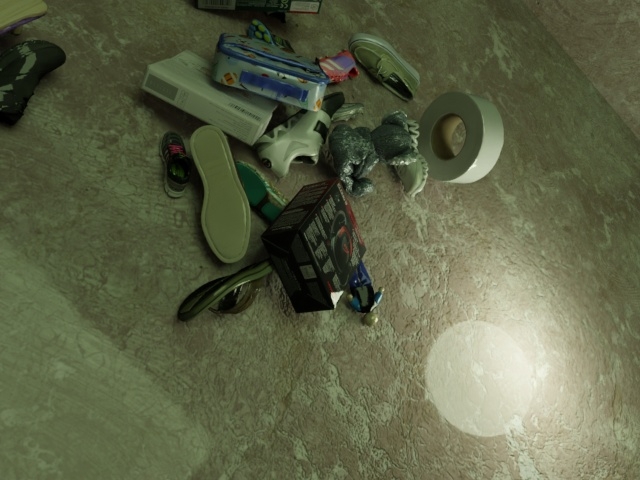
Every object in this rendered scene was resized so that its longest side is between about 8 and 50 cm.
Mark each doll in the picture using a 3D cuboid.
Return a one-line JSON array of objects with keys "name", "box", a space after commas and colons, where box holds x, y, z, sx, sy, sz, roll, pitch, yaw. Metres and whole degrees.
[{"name": "doll", "box": [0.114, 0.133, 1.531, 0.129, 0.046, 0.189, -2, 68, -36]}]

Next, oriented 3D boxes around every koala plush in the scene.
[{"name": "koala plush", "box": [0.150, -0.254, 1.598, 0.203, 0.221, 0.196, 43, 37, -63]}]

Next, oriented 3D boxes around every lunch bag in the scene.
[{"name": "lunch bag", "box": [-0.122, -0.429, 1.481, 0.303, 0.115, 0.243, 12, 25, -14]}]

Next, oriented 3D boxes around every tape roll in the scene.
[{"name": "tape roll", "box": [0.435, -0.323, 1.842, 0.100, 0.286, 0.286, 0, 67, -36]}]

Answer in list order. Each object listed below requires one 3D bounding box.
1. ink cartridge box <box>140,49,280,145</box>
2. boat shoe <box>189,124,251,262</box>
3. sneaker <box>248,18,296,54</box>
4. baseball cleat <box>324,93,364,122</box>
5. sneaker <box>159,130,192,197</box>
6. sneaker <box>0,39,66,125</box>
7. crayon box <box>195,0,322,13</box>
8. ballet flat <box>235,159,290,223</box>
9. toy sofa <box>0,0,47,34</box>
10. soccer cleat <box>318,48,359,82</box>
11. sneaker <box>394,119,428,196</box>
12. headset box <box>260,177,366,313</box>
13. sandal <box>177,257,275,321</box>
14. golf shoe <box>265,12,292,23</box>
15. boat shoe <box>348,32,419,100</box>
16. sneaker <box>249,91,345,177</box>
[{"name": "ink cartridge box", "box": [-0.262, -0.366, 1.461, 0.296, 0.066, 0.261, 27, 26, -5]}, {"name": "boat shoe", "box": [-0.228, -0.103, 1.360, 0.116, 0.097, 0.325, -15, 82, 0]}, {"name": "sneaker", "box": [-0.137, -0.573, 1.713, 0.188, 0.067, 0.078, 40, 29, -10]}, {"name": "baseball cleat", "box": [0.046, -0.406, 1.744, 0.206, 0.072, 0.109, -26, 84, -42]}, {"name": "sneaker", "box": [-0.333, -0.189, 1.354, 0.063, 0.075, 0.171, 7, 63, -33]}, {"name": "sneaker", "box": [-0.639, -0.310, 1.191, 0.286, 0.109, 0.130, -43, 101, -32]}, {"name": "crayon box", "box": [-0.190, -0.821, 1.691, 0.362, 0.106, 0.313, -3, 66, -14]}, {"name": "ballet flat", "box": [-0.137, -0.108, 1.465, 0.241, 0.091, 0.077, 48, 18, -11]}, {"name": "toy sofa", "box": [-0.726, -0.403, 1.129, 0.177, 0.150, 0.363, 41, 49, -9]}, {"name": "soccer cleat", "box": [0.034, -0.520, 1.792, 0.095, 0.083, 0.248, 55, 46, -6]}, {"name": "sneaker", "box": [0.254, -0.261, 1.807, 0.118, 0.110, 0.292, 9, 54, -24]}, {"name": "headset box", "box": [0.000, 0.000, 1.397, 0.218, 0.110, 0.293, 67, 31, -23]}, {"name": "sandal", "box": [-0.177, 0.112, 1.291, 0.302, 0.120, 0.086, -26, 97, -42]}, {"name": "golf shoe", "box": [-0.161, -0.731, 1.768, 0.176, 0.069, 0.086, 23, 62, -23]}, {"name": "boat shoe", "box": [0.219, -0.579, 1.937, 0.302, 0.109, 0.094, 25, 56, -27]}, {"name": "sneaker", "box": [-0.035, -0.288, 1.594, 0.330, 0.122, 0.146, -41, 103, -26]}]
